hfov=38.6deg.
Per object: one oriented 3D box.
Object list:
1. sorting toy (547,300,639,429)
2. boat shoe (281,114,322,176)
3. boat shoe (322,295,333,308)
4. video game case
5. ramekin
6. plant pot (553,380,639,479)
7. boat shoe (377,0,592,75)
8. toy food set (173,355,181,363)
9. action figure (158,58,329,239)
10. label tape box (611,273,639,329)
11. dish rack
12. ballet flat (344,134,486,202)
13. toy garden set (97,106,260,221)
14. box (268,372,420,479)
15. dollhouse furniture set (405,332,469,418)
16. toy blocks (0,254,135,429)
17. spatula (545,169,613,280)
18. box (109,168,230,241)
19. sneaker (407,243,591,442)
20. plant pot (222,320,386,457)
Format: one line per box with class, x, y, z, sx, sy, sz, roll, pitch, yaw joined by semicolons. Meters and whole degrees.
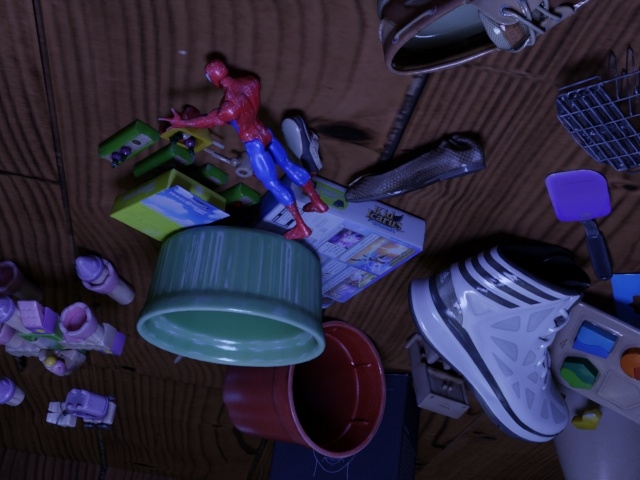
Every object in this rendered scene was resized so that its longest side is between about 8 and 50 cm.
sorting toy;0.507;0.258;1.648;0.229;0.041;0.307;24;136;15
boat shoe;-0.023;-0.136;1.311;0.043;0.049;0.137;-33;149;-13
boat shoe;-0.050;0.075;1.681;0.183;0.066;0.066;10;148;-24
video game case;0.000;0.000;1.525;0.244;0.061;0.269;22;149;-20
ramekin;-0.137;0.093;1.490;0.304;0.148;0.303;4;157;2
plant pot;0.578;0.393;1.851;0.257;0.273;0.256;6;151;3
boat shoe;0.203;-0.251;0.962;0.324;0.119;0.123;-15;143;36
toy food set;-0.198;0.196;1.824;0.038;0.192;0.132;54;150;8
action figure;-0.110;-0.129;1.271;0.139;0.091;0.280;1;133;35
label tape box;0.679;0.149;1.561;0.334;0.105;0.240;-4;148;21
dish rack;0.431;-0.173;1.095;0.272;0.074;0.208;-14;143;38
ballet flat;0.131;-0.101;1.326;0.084;0.058;0.250;-14;178;-45
toy garden set;-0.190;-0.104;1.404;0.244;0.049;0.204;31;144;-34
box;0.056;0.517;2.088;0.294;0.395;0.212;0;151;17
dollhouse furniture set;0.285;0.206;1.784;0.212;0.161;0.242;22;126;-22
toy blocks;-0.542;0.172;1.724;0.289;0.308;0.260;-2;156;17
spatula;0.420;-0.015;1.416;0.084;0.030;0.296;-8;147;23
box;-0.232;-0.054;1.418;0.178;0.042;0.109;-18;143;42
sneaker;0.369;0.174;1.536;0.258;0.169;0.447;-29;125;24
plant pot;-0.050;0.316;1.923;0.272;0.272;0.265;31;151;-35
